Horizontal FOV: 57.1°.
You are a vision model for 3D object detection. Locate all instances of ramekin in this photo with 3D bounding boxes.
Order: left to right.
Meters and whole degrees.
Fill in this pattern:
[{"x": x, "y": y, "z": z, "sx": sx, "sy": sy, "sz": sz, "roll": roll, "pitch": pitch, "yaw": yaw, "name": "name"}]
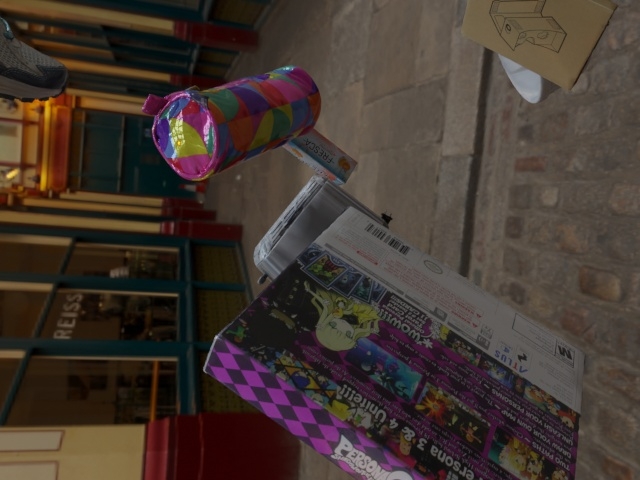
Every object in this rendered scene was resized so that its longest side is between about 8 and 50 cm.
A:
[{"x": 0.467, "y": -0.442, "z": 1.253, "sx": 0.273, "sy": 0.127, "sz": 0.273, "roll": -22, "pitch": -90, "yaw": -83, "name": "ramekin"}]

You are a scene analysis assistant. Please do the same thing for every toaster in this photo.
[{"x": 0.000, "y": 0.000, "z": 0.920, "sx": 0.227, "sy": 0.146, "sz": 0.129, "roll": -52, "pitch": 5, "yaw": -12, "name": "toaster"}]

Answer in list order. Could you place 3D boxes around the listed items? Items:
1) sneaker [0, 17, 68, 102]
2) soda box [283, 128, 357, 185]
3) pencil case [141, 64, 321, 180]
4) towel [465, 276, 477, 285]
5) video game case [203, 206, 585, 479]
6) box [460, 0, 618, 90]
[{"x": -0.358, "y": -0.225, "z": 0.549, "sx": 0.110, "sy": 0.283, "sz": 0.122, "roll": 35, "pitch": 99, "yaw": 38, "name": "sneaker"}, {"x": -0.009, "y": -0.200, "z": 1.327, "sx": 0.063, "sy": 0.183, "sz": 0.058, "roll": -59, "pitch": 16, "yaw": -15, "name": "soda box"}, {"x": -0.092, "y": -0.149, "z": 0.700, "sx": 0.236, "sy": 0.104, "sz": 0.105, "roll": -34, "pitch": -37, "yaw": -54, "name": "pencil case"}, {"x": 0.290, "y": 0.212, "z": 1.243, "sx": 0.282, "sy": 0.049, "sz": 0.187, "roll": -53, "pitch": -29, "yaw": -60, "name": "towel"}, {"x": 0.071, "y": 0.085, "z": 0.417, "sx": 0.210, "sy": 0.232, "sz": 0.042, "roll": -46, "pitch": -14, "yaw": -54, "name": "video game case"}, {"x": 0.309, "y": -0.322, "z": 0.866, "sx": 0.021, "sy": 0.201, "sz": 0.164, "roll": -50, "pitch": -17, "yaw": -18, "name": "box"}]
